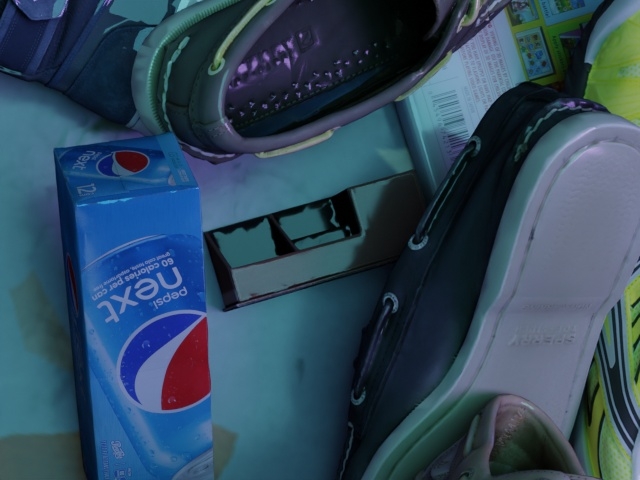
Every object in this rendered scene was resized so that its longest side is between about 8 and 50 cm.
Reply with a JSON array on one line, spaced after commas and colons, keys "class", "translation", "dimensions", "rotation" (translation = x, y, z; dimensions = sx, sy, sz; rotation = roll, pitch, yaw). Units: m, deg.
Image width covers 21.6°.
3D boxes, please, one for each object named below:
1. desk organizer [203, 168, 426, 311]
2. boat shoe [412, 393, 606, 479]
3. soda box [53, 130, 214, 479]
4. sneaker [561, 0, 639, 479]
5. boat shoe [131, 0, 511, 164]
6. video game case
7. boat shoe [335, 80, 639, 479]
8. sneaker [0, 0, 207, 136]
[{"class": "desk organizer", "translation": [0.000, 0.000, 1.003], "dimensions": [0.130, 0.047, 0.050], "rotation": [-16, 88, -15]}, {"class": "boat shoe", "translation": [0.102, 0.150, 0.784], "dimensions": [0.109, 0.302, 0.098], "rotation": [30, 98, -9]}, {"class": "soda box", "translation": [-0.099, 0.053, 0.910], "dimensions": [0.067, 0.071, 0.210], "rotation": [-9, 120, -14]}, {"class": "sneaker", "translation": [0.221, 0.029, 0.985], "dimensions": [0.145, 0.147, 0.385], "rotation": [1, 93, -21]}, {"class": "boat shoe", "translation": [0.040, -0.136, 0.952], "dimensions": [0.305, 0.091, 0.109], "rotation": [-32, 117, -20]}, {"class": "video game case", "translation": [0.135, -0.139, 1.058], "dimensions": [0.206, 0.026, 0.227], "rotation": [-17, 89, -15]}, {"class": "boat shoe", "translation": [0.076, 0.063, 0.966], "dimensions": [0.127, 0.113, 0.340], "rotation": [3, 118, -31]}, {"class": "sneaker", "translation": [-0.128, -0.191, 0.964], "dimensions": [0.163, 0.086, 0.226], "rotation": [21, 82, -15]}]
